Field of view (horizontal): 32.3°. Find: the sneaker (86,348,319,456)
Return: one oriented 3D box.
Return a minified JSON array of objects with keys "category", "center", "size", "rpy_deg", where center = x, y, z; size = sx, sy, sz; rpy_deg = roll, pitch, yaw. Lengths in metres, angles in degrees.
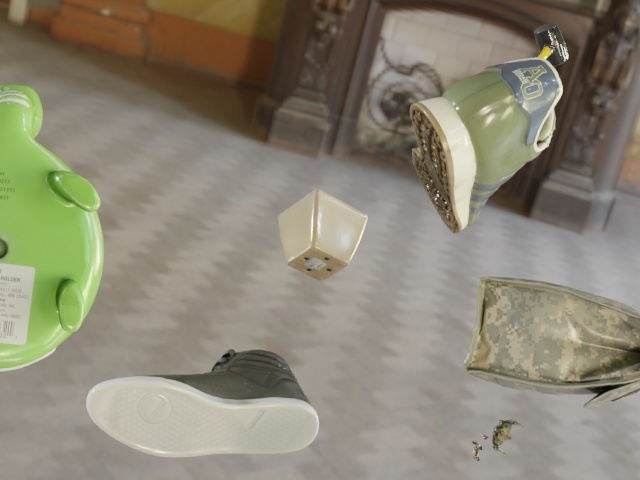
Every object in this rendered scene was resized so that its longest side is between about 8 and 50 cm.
[{"category":"sneaker","center":[-0.157,0.206,1.457],"size":[0.296,0.104,0.147],"rpy_deg":[6,20,-12]}]

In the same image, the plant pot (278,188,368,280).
[{"category":"plant pot","center":[0.000,0.000,1.769],"size":[0.109,0.109,0.096],"rpy_deg":[27,51,-28]}]

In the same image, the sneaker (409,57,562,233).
[{"category":"sneaker","center":[0.106,-0.058,0.680],"size":[0.064,0.086,0.192],"rpy_deg":[62,0,13]}]

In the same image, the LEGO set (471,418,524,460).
[{"category":"LEGO set","center":[0.227,0.255,1.445],"size":[0.083,0.054,0.023],"rpy_deg":[-4,20,-31]}]

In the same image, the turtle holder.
[{"category":"turtle holder","center":[-0.386,-0.009,1.273],"size":[0.243,0.320,0.227],"rpy_deg":[-24,-1,-17]}]

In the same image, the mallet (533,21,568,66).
[{"category":"mallet","center":[0.312,-0.265,1.605],"size":[0.039,0.062,0.190],"rpy_deg":[-11,17,36]}]

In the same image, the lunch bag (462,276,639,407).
[{"category":"lunch bag","center":[0.375,0.154,1.591],"size":[0.287,0.169,0.235],"rpy_deg":[8,-5,19]}]
